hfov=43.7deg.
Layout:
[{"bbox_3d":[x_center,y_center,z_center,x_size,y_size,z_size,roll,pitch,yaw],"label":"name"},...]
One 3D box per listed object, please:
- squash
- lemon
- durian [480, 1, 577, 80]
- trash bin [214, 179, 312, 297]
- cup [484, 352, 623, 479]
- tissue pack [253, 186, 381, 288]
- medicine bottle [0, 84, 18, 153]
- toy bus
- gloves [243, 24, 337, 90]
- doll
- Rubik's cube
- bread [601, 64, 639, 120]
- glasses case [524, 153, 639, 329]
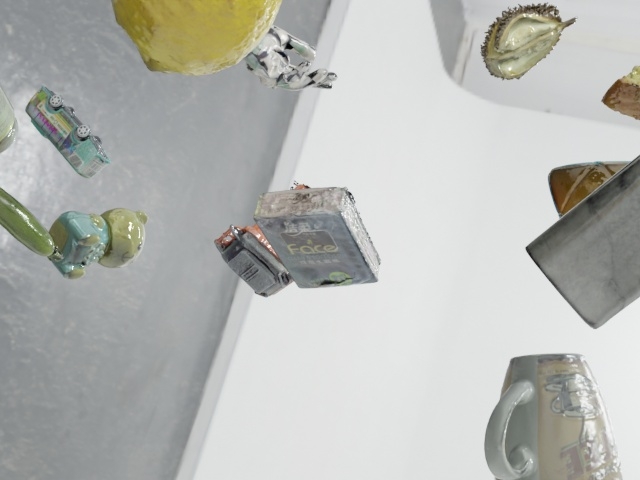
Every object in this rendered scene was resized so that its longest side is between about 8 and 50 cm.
[{"bbox_3d":[-0.722,-0.060,1.860,0.071,0.318,0.080,-51,-161,-11],"label":"squash"},{"bbox_3d":[-0.131,-0.272,0.856,0.193,0.181,0.180,-42,-160,57],"label":"lemon"},{"bbox_3d":[0.270,-0.281,1.070,0.071,0.140,0.110,63,-2,30],"label":"durian"},{"bbox_3d":[-0.100,-0.015,1.806,0.238,0.184,0.161,-52,-171,-33],"label":"trash bin"},{"bbox_3d":[0.394,0.336,1.447,0.301,0.227,0.256,9,71,-41],"label":"cup"},{"bbox_3d":[0.000,0.000,1.468,0.235,0.174,0.073,62,32,-49],"label":"tissue pack"},{"bbox_3d":[-0.712,-0.305,1.553,0.322,0.151,0.151,87,23,-60],"label":"medicine bottle"},{"bbox_3d":[-0.637,-0.275,2.016,0.109,0.261,0.091,-44,162,0],"label":"toy bus"},{"bbox_3d":[-0.069,-0.356,1.618,0.111,0.212,0.127,-44,-149,19],"label":"gloves"},{"bbox_3d":[-0.590,-0.001,2.148,0.261,0.161,0.177,-6,131,-51],"label":"doll"},{"bbox_3d":[0.532,-0.052,1.296,0.254,0.255,0.254,13,90,-72],"label":"Rubik's cube"},{"bbox_3d":[0.478,-0.190,1.056,0.103,0.187,0.065,-51,152,-33],"label":"bread"},{"bbox_3d":[0.355,-0.044,0.793,0.299,0.114,0.060,-41,164,16],"label":"glasses case"}]
